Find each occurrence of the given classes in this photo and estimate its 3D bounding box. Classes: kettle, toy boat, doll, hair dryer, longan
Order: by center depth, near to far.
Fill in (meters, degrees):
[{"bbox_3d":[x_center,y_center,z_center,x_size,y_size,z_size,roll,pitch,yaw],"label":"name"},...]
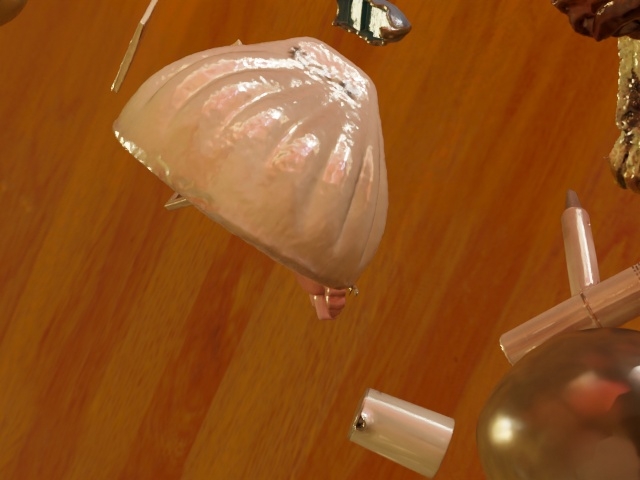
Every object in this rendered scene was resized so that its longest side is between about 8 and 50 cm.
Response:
[{"bbox_3d":[0.236,0.164,0.727,0.220,0.196,0.196,13,103,-46],"label":"longan"},{"bbox_3d":[0.282,0.029,1.049,0.195,0.220,0.053,-32,128,18],"label":"hair dryer"},{"bbox_3d":[0.000,0.000,1.236,0.093,0.262,0.211,-2,123,-10],"label":"doll"},{"bbox_3d":[0.126,0.289,1.408,0.148,0.127,0.098,22,127,5],"label":"kettle"},{"bbox_3d":[0.082,-0.375,1.538,0.077,0.185,0.075,-16,125,-32],"label":"toy boat"}]

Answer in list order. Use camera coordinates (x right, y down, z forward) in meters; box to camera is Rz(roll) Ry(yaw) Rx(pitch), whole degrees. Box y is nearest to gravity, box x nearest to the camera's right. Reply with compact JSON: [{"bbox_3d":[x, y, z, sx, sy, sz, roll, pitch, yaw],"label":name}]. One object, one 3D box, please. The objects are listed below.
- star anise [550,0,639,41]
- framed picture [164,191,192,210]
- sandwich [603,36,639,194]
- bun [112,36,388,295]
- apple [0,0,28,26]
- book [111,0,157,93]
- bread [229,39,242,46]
[{"bbox_3d":[0.273,-0.181,0.607,0.190,0.126,0.220,-47,57,10],"label":"star anise"},{"bbox_3d":[-0.167,-0.176,1.685,0.020,0.211,0.289,42,68,-19],"label":"framed picture"},{"bbox_3d":[0.620,-0.248,1.712,0.254,0.099,0.288,-58,136,-22],"label":"sandwich"},{"bbox_3d":[-0.031,-0.092,0.795,0.263,0.263,0.175,34,95,-7],"label":"bun"},{"bbox_3d":[-0.464,-0.367,1.158,0.200,0.200,0.200,0,100,-2],"label":"apple"},{"bbox_3d":[-0.294,-0.325,1.450,0.014,0.182,0.127,23,120,-14],"label":"book"},{"bbox_3d":[-0.174,-0.306,1.750,0.152,0.105,0.077,-28,61,29],"label":"bread"}]
